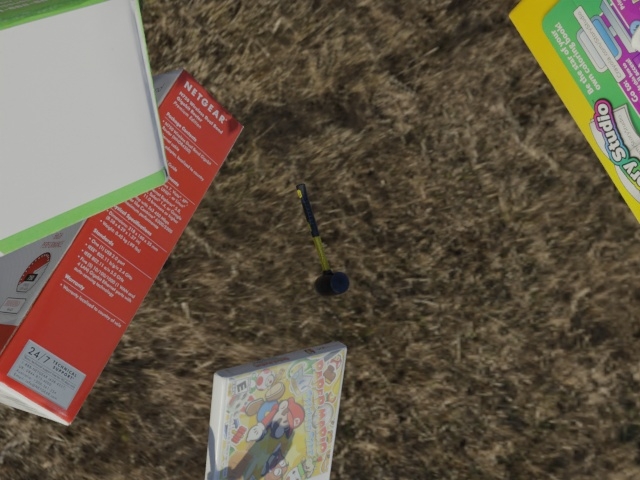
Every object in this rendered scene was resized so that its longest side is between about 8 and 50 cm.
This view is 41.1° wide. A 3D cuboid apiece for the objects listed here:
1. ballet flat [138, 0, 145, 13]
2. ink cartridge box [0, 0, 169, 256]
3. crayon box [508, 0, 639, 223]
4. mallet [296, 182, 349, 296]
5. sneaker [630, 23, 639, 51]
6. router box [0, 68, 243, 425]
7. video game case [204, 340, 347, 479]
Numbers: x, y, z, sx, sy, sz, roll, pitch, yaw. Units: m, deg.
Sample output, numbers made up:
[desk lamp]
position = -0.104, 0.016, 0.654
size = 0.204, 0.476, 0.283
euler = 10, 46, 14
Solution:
[ballet flat]
position = -0.317, -0.370, 1.132
size = 0.123, 0.348, 0.123
euler = -11, 119, -21
[ink cartridge box]
position = -0.250, -0.077, 0.475
size = 0.198, 0.273, 0.114
euler = -30, 126, -37
[crayon box]
position = 0.432, -0.225, 1.007
size = 0.106, 0.313, 0.362
euler = -20, 75, -31
[mallet]
position = 0.000, 0.000, 1.364
size = 0.039, 0.062, 0.189
euler = -18, 98, -29
[sneaker]
position = 0.238, -0.186, 0.468
size = 0.080, 0.094, 0.212
euler = 43, 71, -47
[router box]
position = -0.265, -0.001, 0.807
size = 0.082, 0.336, 0.301
euler = 43, 62, -34
[video game case]
position = -0.059, 0.258, 1.136
size = 0.206, 0.026, 0.226
euler = -8, 112, -40
